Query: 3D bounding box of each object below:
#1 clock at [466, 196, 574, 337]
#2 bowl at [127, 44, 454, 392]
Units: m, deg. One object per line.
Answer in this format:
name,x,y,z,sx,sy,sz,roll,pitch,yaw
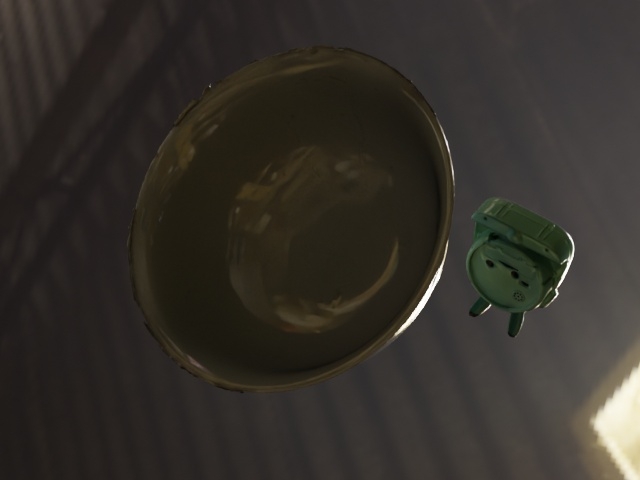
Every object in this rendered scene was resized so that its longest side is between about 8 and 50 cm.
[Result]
clock,0.186,0.029,1.764,0.041,0.101,0.135,-44,153,-42
bowl,0.000,0.000,1.747,0.345,0.157,0.345,-11,-114,26
